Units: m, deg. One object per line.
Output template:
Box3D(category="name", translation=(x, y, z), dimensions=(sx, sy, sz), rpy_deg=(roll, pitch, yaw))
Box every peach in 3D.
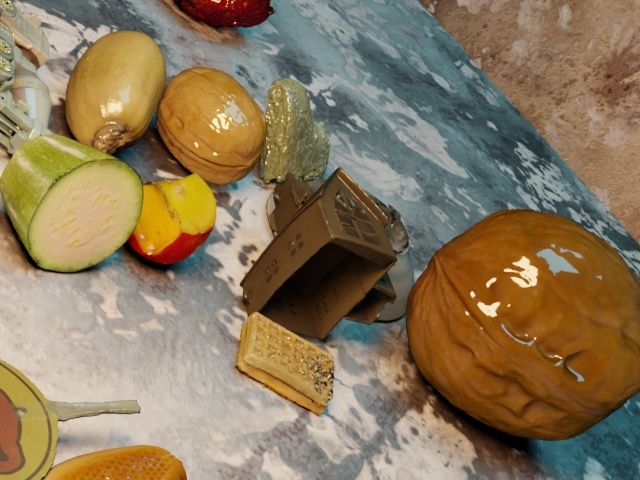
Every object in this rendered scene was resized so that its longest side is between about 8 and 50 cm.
Box3D(category="peach", translation=(-0.212, -0.031, 1.469), dimensions=(0.151, 0.118, 0.151), rpy_deg=(2, 12, -1))

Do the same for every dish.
Box3D(category="dish", translation=(0.060, -0.011, 1.800), dimensions=(0.316, 0.106, 0.316), rpy_deg=(31, 28, -19))

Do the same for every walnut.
Box3D(category="walnut", translation=(0.330, 0.135, 1.653), dimensions=(0.398, 0.354, 0.308), rpy_deg=(31, 14, -18))
Box3D(category="walnut", translation=(-0.178, -0.188, 1.689), dimensions=(0.197, 0.165, 0.165), rpy_deg=(48, 28, 7))

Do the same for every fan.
Box3D(category="fan", translation=(-0.332, 0.175, 1.054), dimensions=(0.335, 0.011, 0.229), rpy_deg=(3, 35, -40))

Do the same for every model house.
Box3D(category="model house", translation=(0.000, 0.000, 1.593), dimensions=(0.204, 0.211, 0.243), rpy_deg=(22, 32, -35))

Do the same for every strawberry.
Box3D(category="strawberry", translation=(-0.217, -0.557, 2.152), dimensions=(0.220, 0.274, 0.274), rpy_deg=(-22, 60, -19))

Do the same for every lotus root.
Box3D(category="lotus root", translation=(-0.316, -0.238, 1.609), dimensions=(0.303, 0.146, 0.131), rpy_deg=(-86, 157, -52))

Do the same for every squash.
Box3D(category="squash", translation=(-0.325, -0.053, 1.325), dimensions=(0.123, 0.170, 0.170), rpy_deg=(35, 22, 27))

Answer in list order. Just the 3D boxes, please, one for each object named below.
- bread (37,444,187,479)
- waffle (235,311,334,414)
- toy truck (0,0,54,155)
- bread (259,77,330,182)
Box3D(category="bread", translation=(-0.219, 0.268, 1.062), dimensions=(0.114, 0.077, 0.189), rpy_deg=(33, 24, 32))
Box3D(category="waffle", translation=(-0.047, 0.171, 1.460), dimensions=(0.148, 0.042, 0.102), rpy_deg=(32, 29, -19))
Box3D(category="toy truck", translation=(-0.443, -0.228, 1.482), dimensions=(0.140, 0.108, 0.256), rpy_deg=(37, 26, -37))
Box3D(category="bread", translation=(-0.050, -0.172, 1.851), dimensions=(0.064, 0.232, 0.172), rpy_deg=(17, 58, 33))
